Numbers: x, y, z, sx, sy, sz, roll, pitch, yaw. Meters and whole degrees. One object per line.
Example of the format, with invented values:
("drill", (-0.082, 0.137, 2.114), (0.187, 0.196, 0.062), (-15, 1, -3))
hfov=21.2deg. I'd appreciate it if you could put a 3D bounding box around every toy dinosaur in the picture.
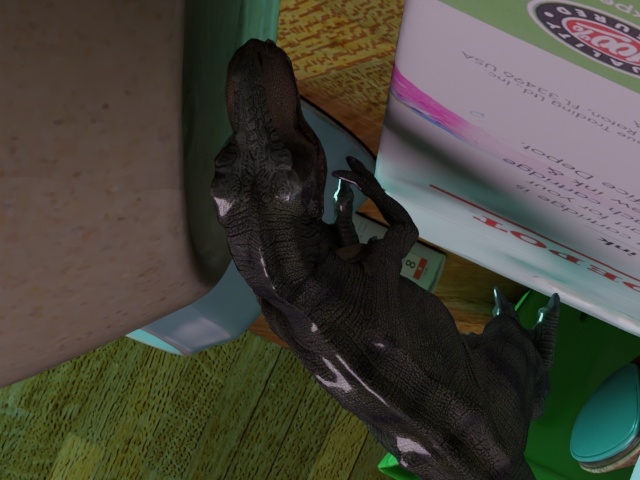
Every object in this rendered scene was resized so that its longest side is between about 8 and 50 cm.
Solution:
("toy dinosaur", (0.039, 0.040, 0.515), (0.268, 0.064, 0.118), (48, -166, -26))

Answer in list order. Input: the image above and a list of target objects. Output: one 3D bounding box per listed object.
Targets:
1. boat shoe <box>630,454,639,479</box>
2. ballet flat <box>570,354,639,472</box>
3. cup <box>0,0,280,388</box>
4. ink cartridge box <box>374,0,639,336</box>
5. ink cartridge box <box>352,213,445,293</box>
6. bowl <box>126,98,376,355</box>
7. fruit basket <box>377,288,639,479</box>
("boat shoe", (0.178, 0.090, 0.532), (0.076, 0.080, 0.228), (26, 163, -16))
("ballet flat", (0.223, 0.097, 1.066), (0.067, 0.073, 0.206), (14, 150, -10))
("cup", (-0.138, -0.078, 0.485), (0.237, 0.331, 0.331), (6, 169, 5))
("ink cartridge box", (0.131, -0.045, 0.461), (0.207, 0.119, 0.353), (24, 171, 3))
("ink cartridge box", (0.000, 0.000, 1.351), (0.179, 0.045, 0.145), (22, 171, -4))
("bowl", (-0.132, -0.032, 1.122), (0.311, 0.163, 0.311), (23, 172, 3))
("fruit basket", (0.173, 0.247, 1.307), (0.283, 0.392, 0.392), (24, 171, 2))
